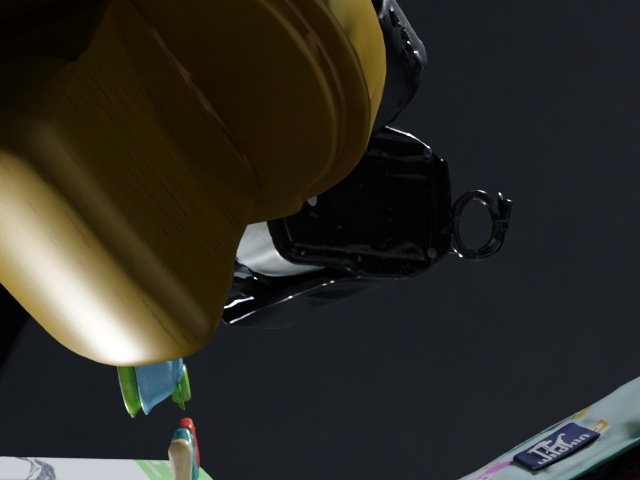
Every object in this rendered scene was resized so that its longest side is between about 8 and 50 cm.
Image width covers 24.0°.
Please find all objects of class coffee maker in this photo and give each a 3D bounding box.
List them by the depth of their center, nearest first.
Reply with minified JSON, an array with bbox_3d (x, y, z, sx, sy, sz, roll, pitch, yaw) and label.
[{"bbox_3d":[0.000,0.000,0.994,0.178,0.171,0.120,-25,39,60],"label":"coffee maker"}]

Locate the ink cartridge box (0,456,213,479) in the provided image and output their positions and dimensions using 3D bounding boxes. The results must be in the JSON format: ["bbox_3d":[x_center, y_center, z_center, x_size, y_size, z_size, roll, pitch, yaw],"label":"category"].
[{"bbox_3d":[-0.239,0.295,1.322,0.115,0.273,0.198,-166,81,-74],"label":"ink cartridge box"}]

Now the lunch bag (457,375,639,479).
[{"bbox_3d":[0.181,0.189,0.862,0.223,0.262,0.160,-30,-52,-5],"label":"lunch bag"}]

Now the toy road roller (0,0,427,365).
[{"bbox_3d":[-0.130,-0.066,0.674,0.202,0.329,0.241,55,-144,-35],"label":"toy road roller"}]

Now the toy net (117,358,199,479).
[{"bbox_3d":[-0.107,0.173,1.076,0.122,0.045,0.232,89,171,-62],"label":"toy net"}]
